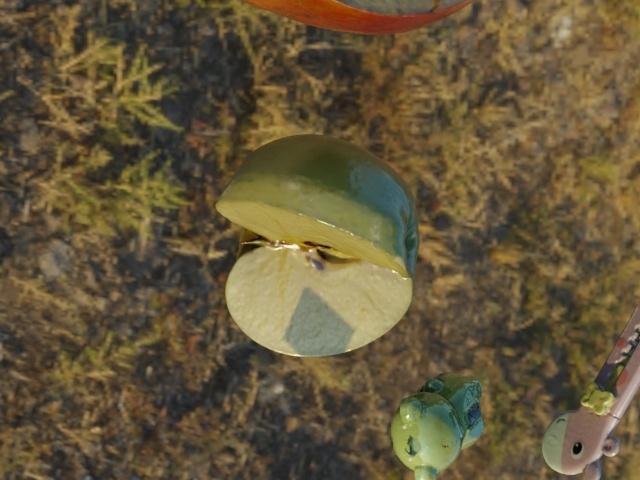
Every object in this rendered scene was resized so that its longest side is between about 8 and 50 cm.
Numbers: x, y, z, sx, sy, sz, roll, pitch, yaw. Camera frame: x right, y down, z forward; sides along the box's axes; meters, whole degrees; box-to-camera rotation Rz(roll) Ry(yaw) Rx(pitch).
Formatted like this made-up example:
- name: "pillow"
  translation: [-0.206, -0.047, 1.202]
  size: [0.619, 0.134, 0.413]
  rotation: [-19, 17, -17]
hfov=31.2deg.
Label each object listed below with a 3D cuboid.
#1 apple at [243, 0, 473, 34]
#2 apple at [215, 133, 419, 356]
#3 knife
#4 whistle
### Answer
- name: "apple"
  translation: [0.034, -0.407, 1.379]
  size: [0.364, 0.329, 0.295]
  rotation: [-6, 120, -22]
- name: "apple"
  translation: [0.005, -0.008, 1.555]
  size: [0.233, 0.257, 0.295]
  rotation: [-71, 161, -49]
- name: "knife"
  translation: [0.432, 0.153, 1.596]
  size: [0.038, 0.132, 0.399]
  rotation: [30, 92, -33]
- name: "whistle"
  translation: [0.144, 0.208, 1.362]
  size: [0.227, 0.085, 0.105]
  rotation: [-27, 106, -61]
